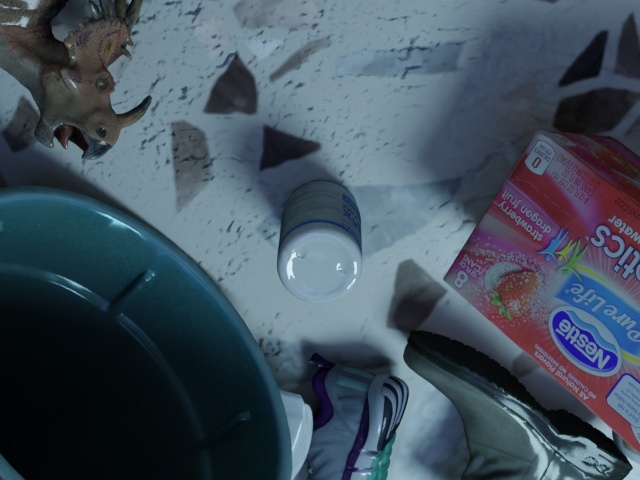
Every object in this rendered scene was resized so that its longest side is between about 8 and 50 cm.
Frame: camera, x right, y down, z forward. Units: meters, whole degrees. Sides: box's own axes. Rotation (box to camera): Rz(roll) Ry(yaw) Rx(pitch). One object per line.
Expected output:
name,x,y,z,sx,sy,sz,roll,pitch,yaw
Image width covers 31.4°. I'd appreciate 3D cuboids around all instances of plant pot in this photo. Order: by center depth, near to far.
plant pot,-0.259,0.187,0.942,0.341,0.341,0.334,41,118,-16

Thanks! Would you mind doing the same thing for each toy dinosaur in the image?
toy dinosaur,-0.209,-0.225,0.852,0.200,0.127,0.296,10,102,-11

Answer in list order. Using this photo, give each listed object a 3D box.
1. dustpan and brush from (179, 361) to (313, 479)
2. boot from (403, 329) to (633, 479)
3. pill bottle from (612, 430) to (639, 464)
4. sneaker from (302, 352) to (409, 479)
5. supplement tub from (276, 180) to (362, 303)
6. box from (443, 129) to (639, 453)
dustpan and brush,-0.082,0.221,1.075,0.147,0.060,0.211,13,102,19
boot,0.147,0.204,1.033,0.246,0.083,0.161,34,101,-7
pill bottle,0.311,0.110,1.003,0.094,0.094,0.169,-1,115,1
sneaker,0.012,0.211,1.080,0.098,0.083,0.224,21,113,17
supplement tub,0.000,0.000,0.952,0.071,0.107,0.071,1,115,1
box,0.266,0.060,0.871,0.300,0.142,0.154,42,115,28
